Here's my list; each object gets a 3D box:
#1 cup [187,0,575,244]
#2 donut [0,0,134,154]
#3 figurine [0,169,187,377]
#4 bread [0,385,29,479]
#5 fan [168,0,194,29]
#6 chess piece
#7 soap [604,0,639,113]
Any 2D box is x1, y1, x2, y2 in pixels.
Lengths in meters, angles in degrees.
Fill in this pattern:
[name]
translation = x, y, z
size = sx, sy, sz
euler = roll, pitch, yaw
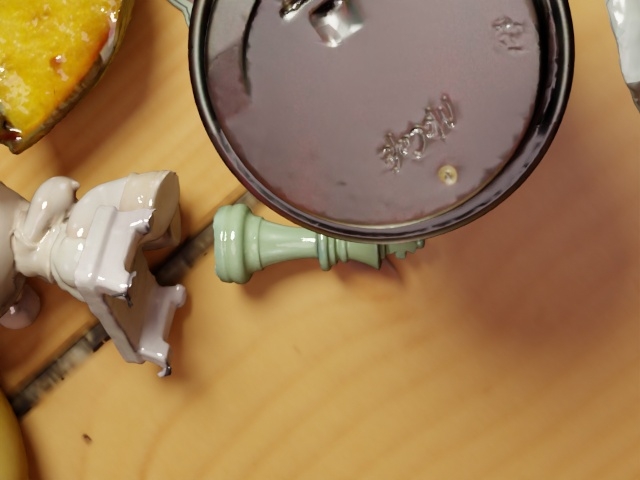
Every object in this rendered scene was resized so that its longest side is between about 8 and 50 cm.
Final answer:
[cup]
translation = 0.043, -0.116, 0.670
size = 0.196, 0.279, 0.196
euler = 2, 105, 8
[donut]
translation = -0.199, -0.204, 0.802
size = 0.152, 0.101, 0.259
euler = -20, 98, 17
[figurine]
translation = -0.231, 0.017, 0.841
size = 0.257, 0.182, 0.144
euler = 2, 79, 8
[bread]
translation = -0.445, 0.190, 0.883
size = 0.424, 0.245, 0.329
euler = 15, 107, 9
[fan]
translation = -0.013, -0.214, 0.804
size = 0.132, 0.009, 0.220
euler = 44, 109, -1
[chess piece]
translation = 0.000, 0.000, 0.835
size = 0.149, 0.059, 0.059
euler = -2, 103, 8
[soap]
translation = 0.203, -0.253, 0.526
size = 0.213, 0.435, 0.350
euler = -16, 97, 17
